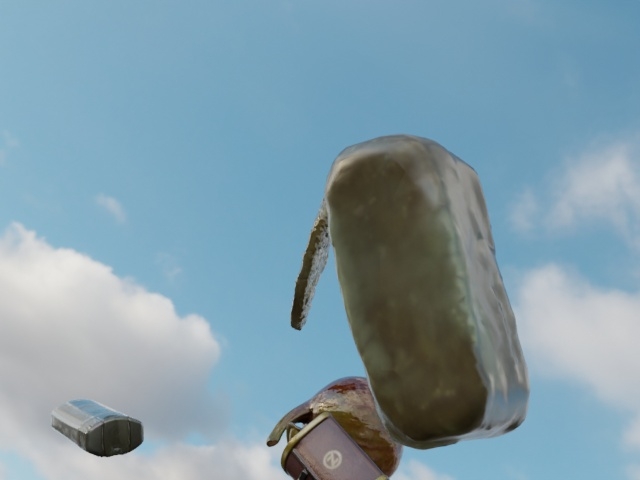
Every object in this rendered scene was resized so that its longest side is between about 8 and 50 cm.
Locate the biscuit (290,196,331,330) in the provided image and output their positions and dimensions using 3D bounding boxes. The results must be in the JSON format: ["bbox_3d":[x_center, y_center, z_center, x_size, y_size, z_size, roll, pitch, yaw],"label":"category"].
[{"bbox_3d":[-0.002,0.000,1.228,0.038,0.290,0.141,18,-16,6],"label":"biscuit"}]

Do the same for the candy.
[{"bbox_3d":[0.079,0.034,0.553,0.102,0.234,0.104,-22,-24,32],"label":"candy"}]

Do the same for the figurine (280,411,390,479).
[{"bbox_3d":[0.001,0.262,0.810,0.154,0.098,0.082,37,-32,44],"label":"figurine"}]

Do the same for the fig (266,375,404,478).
[{"bbox_3d":[0.028,0.288,1.165,0.207,0.175,0.175,20,-37,-4],"label":"fig"}]

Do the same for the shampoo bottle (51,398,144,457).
[{"bbox_3d":[-0.338,0.277,1.107,0.086,0.056,0.227,-3,-3,-31],"label":"shampoo bottle"}]
